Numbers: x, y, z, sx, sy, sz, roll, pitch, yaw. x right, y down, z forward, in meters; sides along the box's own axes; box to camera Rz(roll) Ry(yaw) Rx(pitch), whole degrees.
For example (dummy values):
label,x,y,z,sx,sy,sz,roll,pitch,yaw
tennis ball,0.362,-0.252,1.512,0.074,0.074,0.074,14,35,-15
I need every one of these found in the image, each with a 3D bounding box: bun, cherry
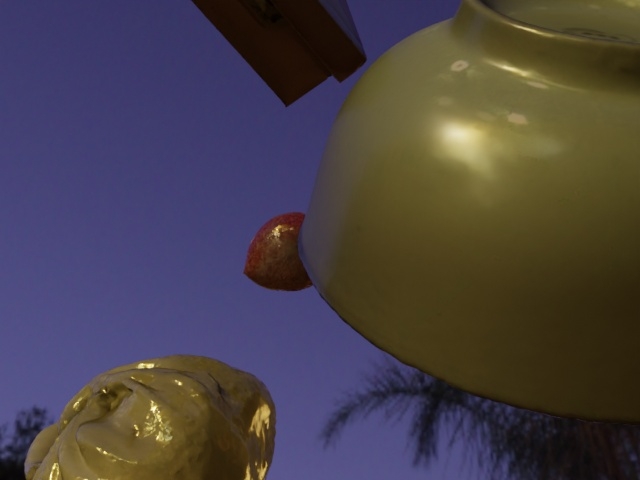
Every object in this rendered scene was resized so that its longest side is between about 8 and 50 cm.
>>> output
label,x,y,z,sx,sy,sz,roll,pitch,yaw
bun,-0.150,0.185,0.802,0.259,0.259,0.160,-37,-89,31
cherry,0.000,0.000,1.319,0.225,0.107,0.090,-23,-13,2

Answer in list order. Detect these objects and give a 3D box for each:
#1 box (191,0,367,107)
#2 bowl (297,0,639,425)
label,x,y,z,sx,sy,sz,roll,pitch,yaw
box,-0.066,-0.256,0.868,0.086,0.215,0.215,-33,-54,16
bowl,0.165,-0.062,0.640,0.353,0.354,0.185,4,-62,-3
